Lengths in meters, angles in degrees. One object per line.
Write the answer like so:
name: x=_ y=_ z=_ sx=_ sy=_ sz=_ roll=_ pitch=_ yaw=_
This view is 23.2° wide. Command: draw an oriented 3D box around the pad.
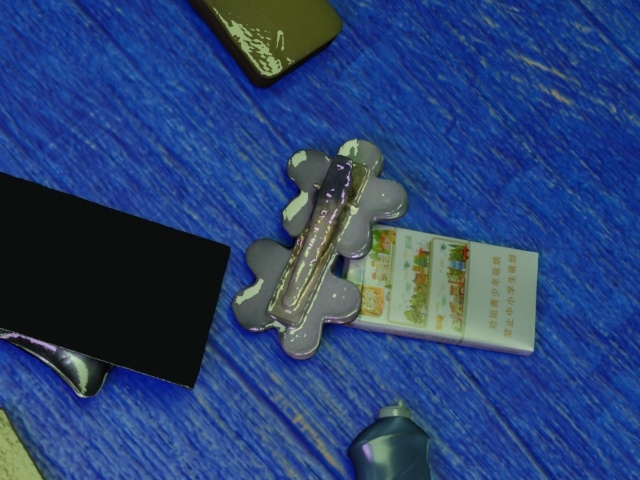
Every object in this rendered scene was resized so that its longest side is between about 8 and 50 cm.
pad: x=-0.254 y=0.034 z=1.628 sx=0.300 sy=0.005 sz=0.202 roll=18 pitch=48 yaw=-7

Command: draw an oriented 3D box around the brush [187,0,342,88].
brush: x=-0.077 y=-0.278 z=1.788 sx=0.123 sy=0.059 sz=0.197 roll=-35 pitch=81 yaw=-19

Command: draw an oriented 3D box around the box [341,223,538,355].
box: x=0.133 y=0.054 z=1.733 sx=0.220 sy=0.032 sz=0.122 roll=10 pitch=69 yaw=-10

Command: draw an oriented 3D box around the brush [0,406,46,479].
brush: x=-0.301 y=0.289 z=1.538 sx=0.103 sy=0.047 sz=0.233 roll=-30 pitch=81 yaw=-21

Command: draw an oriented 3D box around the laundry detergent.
laundry detergent: x=0.076 y=0.266 z=1.627 sx=0.097 sy=0.061 sz=0.206 roll=4 pitch=70 yaw=-10

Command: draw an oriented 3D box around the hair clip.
hair clip: x=0.000 y=0.002 z=1.688 sx=0.146 sy=0.075 sz=0.257 roll=22 pitch=82 yaw=9

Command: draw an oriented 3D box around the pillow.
pillow: x=-0.268 y=0.101 z=1.607 sx=0.136 sy=0.055 sz=0.091 roll=37 pitch=66 yaw=1
